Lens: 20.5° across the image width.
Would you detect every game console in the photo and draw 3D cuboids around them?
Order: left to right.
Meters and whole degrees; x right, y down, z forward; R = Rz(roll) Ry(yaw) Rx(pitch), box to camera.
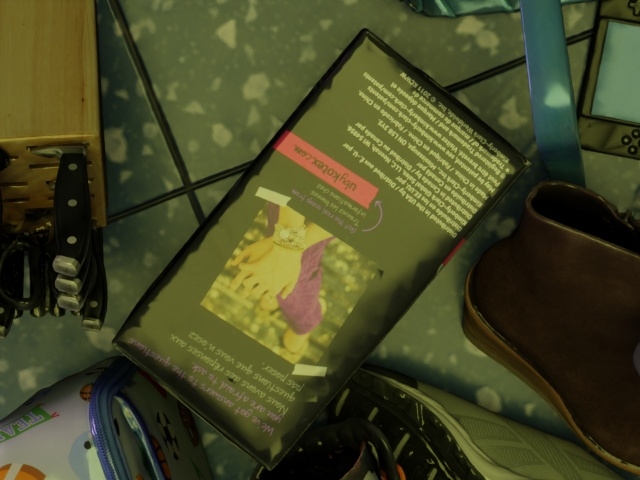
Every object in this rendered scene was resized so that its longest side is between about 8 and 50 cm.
[{"bbox_3d":[0.244,-0.114,1.250,0.107,0.071,0.122,11,96,0],"label":"game console"}]

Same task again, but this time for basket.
[{"bbox_3d":[0.141,-0.185,1.151,0.201,0.255,0.289,-3,84,8],"label":"basket"}]

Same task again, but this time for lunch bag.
[{"bbox_3d":[-0.119,0.236,1.212,0.115,0.243,0.303,-21,95,4],"label":"lunch bag"}]

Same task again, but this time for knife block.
[{"bbox_3d":[-0.189,-0.079,1.175,0.088,0.242,0.275,-3,96,-7],"label":"knife block"}]

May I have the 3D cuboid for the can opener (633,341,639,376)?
[{"bbox_3d":[0.331,0.106,1.114,0.280,0.093,0.074,22,112,-17],"label":"can opener"}]

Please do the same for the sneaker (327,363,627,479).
[{"bbox_3d":[0.126,0.172,1.281,0.271,0.108,0.100,30,120,13],"label":"sneaker"}]

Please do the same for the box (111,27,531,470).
[{"bbox_3d":[0.000,0.000,1.221,0.143,0.165,0.270,40,96,-4],"label":"box"}]

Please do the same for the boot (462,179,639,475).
[{"bbox_3d":[0.217,0.071,1.203,0.248,0.207,0.090,29,63,2],"label":"boot"}]

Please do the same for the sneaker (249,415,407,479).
[{"bbox_3d":[0.058,0.232,1.169,0.124,0.321,0.180,-40,131,-31],"label":"sneaker"}]
